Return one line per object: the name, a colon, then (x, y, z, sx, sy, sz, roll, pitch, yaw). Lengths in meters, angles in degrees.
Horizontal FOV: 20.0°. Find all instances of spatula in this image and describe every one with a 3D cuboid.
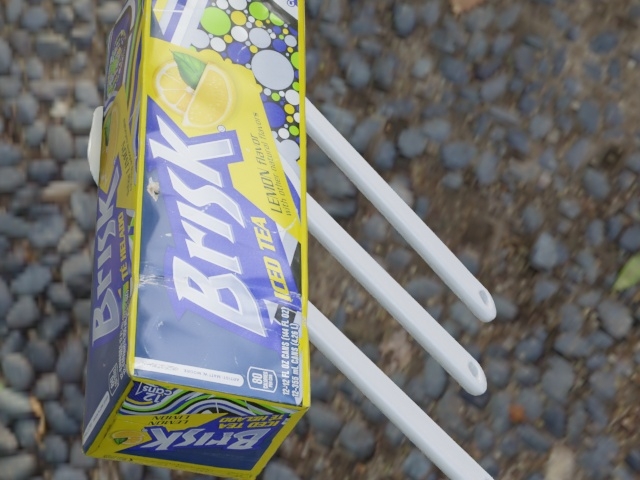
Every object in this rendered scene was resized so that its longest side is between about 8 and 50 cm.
spatula: (0.000, 0.000, 0.726, 0.242, 0.019, 0.168, 47, 27, -29)

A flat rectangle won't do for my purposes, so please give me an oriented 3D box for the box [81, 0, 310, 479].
box: (-0.039, -0.011, 0.588, 0.059, 0.054, 0.169, 11, 53, -18)
